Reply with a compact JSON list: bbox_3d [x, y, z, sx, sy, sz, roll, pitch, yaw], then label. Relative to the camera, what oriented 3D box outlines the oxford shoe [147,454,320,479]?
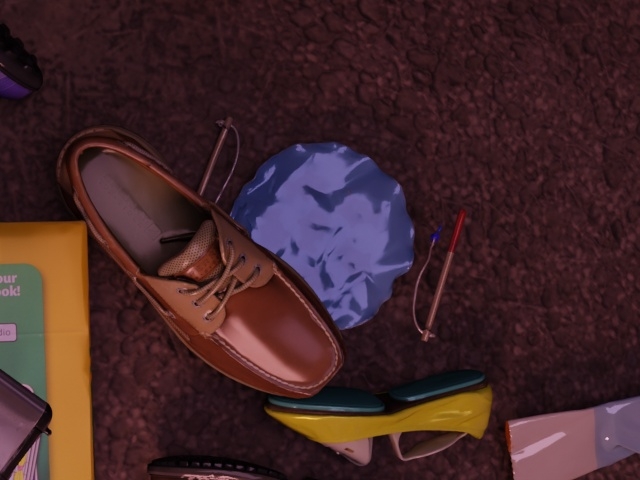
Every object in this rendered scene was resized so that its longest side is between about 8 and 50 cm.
[{"bbox_3d":[-0.057,0.255,1.573,0.227,0.083,0.096,18,84,-14],"label":"oxford shoe"}]

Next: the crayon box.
[{"bbox_3d":[-0.383,0.143,1.466,0.363,0.106,0.313,-1,84,-18],"label":"crayon box"}]

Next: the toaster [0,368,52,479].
[{"bbox_3d":[-0.306,0.170,1.335,0.110,0.186,0.168,40,74,-16],"label":"toaster"}]

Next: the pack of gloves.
[{"bbox_3d":[0.297,0.251,1.716,0.232,0.046,0.195,-9,99,-15],"label":"pack of gloves"}]

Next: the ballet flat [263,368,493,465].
[{"bbox_3d":[0.059,0.174,1.625,0.231,0.077,0.077,-5,103,-20],"label":"ballet flat"}]

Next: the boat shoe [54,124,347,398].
[{"bbox_3d":[-0.115,0.024,1.535,0.324,0.120,0.122,40,87,-3],"label":"boat shoe"}]

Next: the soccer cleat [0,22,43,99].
[{"bbox_3d":[-0.399,-0.197,1.505,0.318,0.108,0.116,30,99,-16],"label":"soccer cleat"}]

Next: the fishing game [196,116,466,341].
[{"bbox_3d":[0.000,0.000,1.637,0.264,0.041,0.189,18,80,-7],"label":"fishing game"}]
